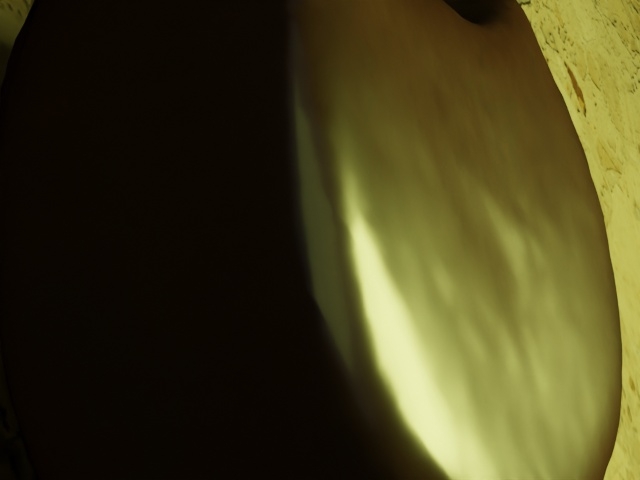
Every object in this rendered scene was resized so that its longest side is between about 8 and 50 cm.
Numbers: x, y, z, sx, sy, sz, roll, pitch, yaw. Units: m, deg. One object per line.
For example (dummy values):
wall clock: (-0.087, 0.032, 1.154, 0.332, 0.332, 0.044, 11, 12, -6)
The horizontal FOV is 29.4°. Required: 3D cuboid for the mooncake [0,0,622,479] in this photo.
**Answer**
mooncake: (0.000, 0.000, 0.524, 0.334, 0.174, 0.326, 64, 33, -17)
